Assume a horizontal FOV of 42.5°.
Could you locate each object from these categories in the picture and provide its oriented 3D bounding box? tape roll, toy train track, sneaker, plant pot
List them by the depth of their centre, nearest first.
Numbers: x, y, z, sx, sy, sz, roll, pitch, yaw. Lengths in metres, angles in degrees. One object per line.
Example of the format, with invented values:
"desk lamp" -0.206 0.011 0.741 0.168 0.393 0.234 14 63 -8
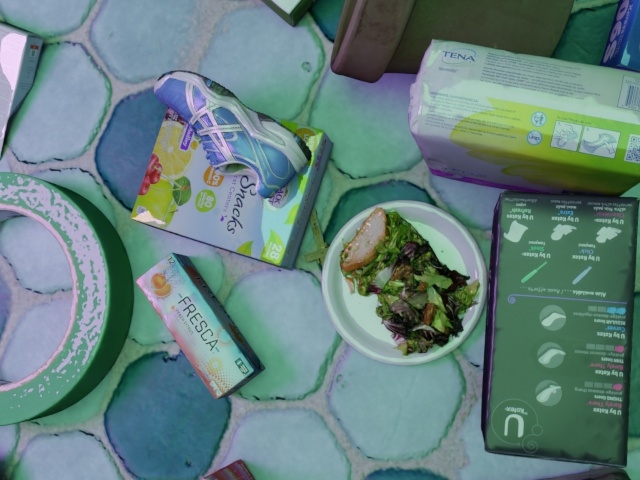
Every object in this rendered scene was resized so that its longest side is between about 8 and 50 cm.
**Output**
"plant pot" 0.155 -0.284 0.927 0.229 0.263 0.263 17 87 -5
"sneaker" -0.116 -0.127 0.957 0.211 0.080 0.081 32 84 17
"toy train track" 0.000 0.000 1.030 0.048 0.014 0.083 -19 75 15
"tape roll" -0.406 0.075 1.066 0.321 0.077 0.321 -1 84 10

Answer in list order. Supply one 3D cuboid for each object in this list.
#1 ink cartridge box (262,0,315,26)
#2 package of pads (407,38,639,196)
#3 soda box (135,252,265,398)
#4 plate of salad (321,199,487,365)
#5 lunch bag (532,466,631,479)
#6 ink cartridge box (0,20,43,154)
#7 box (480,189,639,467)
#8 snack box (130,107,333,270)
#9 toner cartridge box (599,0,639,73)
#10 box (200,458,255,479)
"ink cartridge box" -0.079 -0.384 1.044 0.209 0.062 0.109 41 91 3
"package of pads" 0.214 -0.114 0.856 0.229 0.296 0.101 13 89 12
"soda box" -0.149 0.104 1.024 0.063 0.058 0.183 -37 80 5
"plate of salad" 0.099 0.050 0.983 0.200 0.048 0.200 0 86 6
"lunch bag" 0.207 0.350 0.841 0.287 0.235 0.169 -12 88 9
"ink cartridge box" -0.470 -0.218 1.136 0.145 0.045 0.179 21 107 11
"box" 0.253 0.092 0.895 0.143 0.165 0.270 4 85 10
"snack box" -0.109 -0.075 1.026 0.207 0.070 0.174 16 86 13
"toner cartridge box" 0.430 -0.319 0.870 0.165 0.075 0.348 16 91 -1
"box" -0.087 0.425 0.936 0.154 0.142 0.300 -37 79 5
